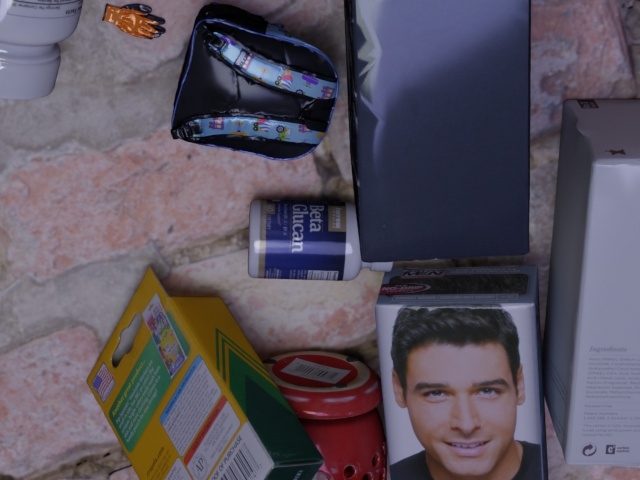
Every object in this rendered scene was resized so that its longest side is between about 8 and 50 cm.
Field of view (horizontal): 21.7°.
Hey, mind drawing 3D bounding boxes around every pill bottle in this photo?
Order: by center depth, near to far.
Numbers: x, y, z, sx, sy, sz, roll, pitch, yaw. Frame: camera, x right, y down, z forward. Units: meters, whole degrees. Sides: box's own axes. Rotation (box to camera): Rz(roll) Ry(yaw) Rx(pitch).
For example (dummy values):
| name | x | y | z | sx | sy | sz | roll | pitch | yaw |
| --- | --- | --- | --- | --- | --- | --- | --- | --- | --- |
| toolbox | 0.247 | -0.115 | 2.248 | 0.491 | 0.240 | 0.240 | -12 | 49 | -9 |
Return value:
| name | x | y | z | sx | sy | sz | roll | pitch | yaw |
| --- | --- | --- | --- | --- | --- | --- | --- | --- | --- |
| pill bottle | -0.326 | -0.305 | 1.787 | 0.160 | 0.160 | 0.283 | 13 | 112 | -8 |
| pill bottle | 0.000 | 0.000 | 1.966 | 0.169 | 0.094 | 0.094 | 2 | 113 | -3 |

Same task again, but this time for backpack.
| name | x | y | z | sx | sy | sz | roll | pitch | yaw |
| --- | --- | --- | --- | --- | --- | --- | --- | --- | --- |
| backpack | -0.070 | -0.175 | 1.876 | 0.173 | 0.117 | 0.158 | 13 | 112 | -7 |

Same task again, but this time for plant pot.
| name | x | y | z | sx | sy | sz | roll | pitch | yaw |
| --- | --- | --- | --- | --- | --- | --- | --- | --- | --- |
| plant pot | -0.013 | 0.237 | 2.016 | 0.191 | 0.191 | 0.174 | 1 | 109 | -3 |

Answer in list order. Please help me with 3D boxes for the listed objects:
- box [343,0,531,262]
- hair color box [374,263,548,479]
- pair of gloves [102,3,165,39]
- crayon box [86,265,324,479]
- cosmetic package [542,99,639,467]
| name | x | y | z | sx | sy | sz | roll | pitch | yaw |
| --- | --- | --- | --- | --- | --- | --- | --- | --- | --- |
| box | 0.116 | -0.195 | 1.769 | 0.179 | 0.312 | 0.343 | -3 | 113 | -1 |
| hair color box | 0.175 | 0.220 | 2.004 | 0.185 | 0.113 | 0.374 | -2 | 113 | 11 |
| pair of gloves | -0.202 | -0.270 | 1.888 | 0.074 | 0.010 | 0.083 | 20 | 110 | -10 |
| crayon box | -0.142 | 0.211 | 1.964 | 0.083 | 0.323 | 0.203 | 2 | 131 | -41 |
| cosmetic package | 0.354 | 0.046 | 1.937 | 0.156 | 0.217 | 0.385 | 2 | 115 | -3 |
